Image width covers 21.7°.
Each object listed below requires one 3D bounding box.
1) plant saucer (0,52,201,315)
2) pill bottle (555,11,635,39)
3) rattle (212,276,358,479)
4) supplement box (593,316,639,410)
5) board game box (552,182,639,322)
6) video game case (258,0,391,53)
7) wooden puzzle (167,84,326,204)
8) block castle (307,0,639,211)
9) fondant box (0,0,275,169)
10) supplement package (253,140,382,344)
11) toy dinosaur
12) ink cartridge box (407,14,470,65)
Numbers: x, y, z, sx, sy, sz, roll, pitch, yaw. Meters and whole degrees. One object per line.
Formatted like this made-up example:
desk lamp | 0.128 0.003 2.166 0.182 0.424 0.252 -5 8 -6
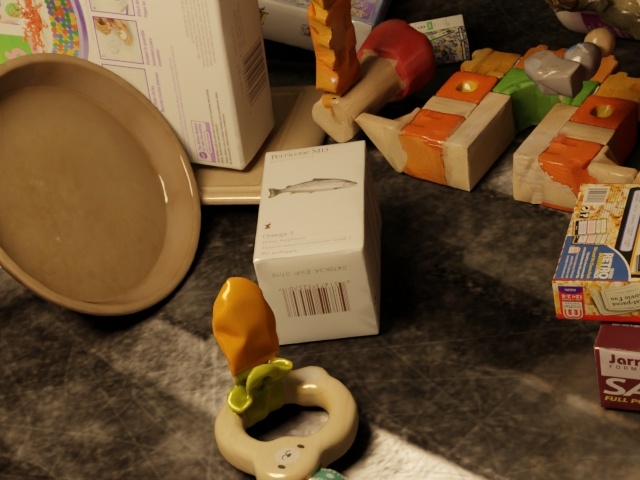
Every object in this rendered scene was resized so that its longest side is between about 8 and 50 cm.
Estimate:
plant saucer | -0.240 -0.052 1.640 0.041 0.278 0.278 -30 18 43
pill bottle | 0.416 -0.295 1.822 0.301 0.169 0.169 10 41 29
rattle | -0.023 0.140 1.389 0.130 0.143 0.200 3 28 -11
supplement box | 0.329 0.049 1.460 0.130 0.073 0.239 4 38 23
board game box | 0.306 0.009 1.419 0.193 0.045 0.147 2 37 20
video game case | -0.031 -0.328 2.026 0.244 0.061 0.269 14 38 6
wooden puzzle | -0.119 -0.098 1.824 0.238 0.044 0.221 3 38 13
block castle | 0.209 -0.223 1.672 0.453 0.303 0.213 14 41 30
fondant box | -0.226 -0.215 1.758 0.330 0.238 0.096 8 39 19
supplement package | 0.000 0.000 1.594 0.105 0.105 0.179 -8 36 7
toy dinosaur | 0.357 -0.244 1.740 0.268 0.118 0.064 29 48 18
ink cartridge box | 0.112 -0.226 1.935 0.115 0.029 0.063 -9 35 4
